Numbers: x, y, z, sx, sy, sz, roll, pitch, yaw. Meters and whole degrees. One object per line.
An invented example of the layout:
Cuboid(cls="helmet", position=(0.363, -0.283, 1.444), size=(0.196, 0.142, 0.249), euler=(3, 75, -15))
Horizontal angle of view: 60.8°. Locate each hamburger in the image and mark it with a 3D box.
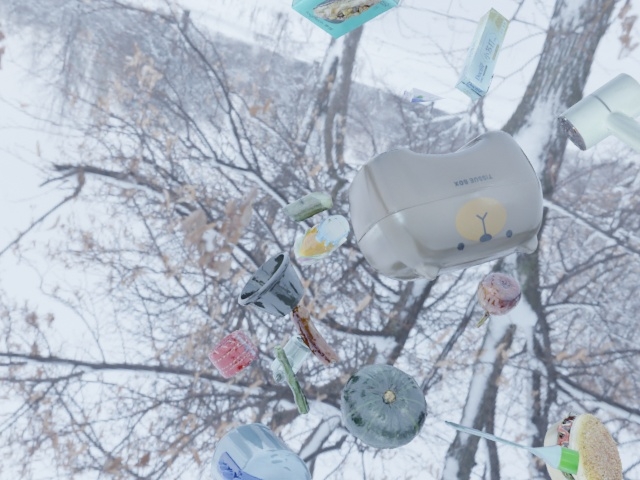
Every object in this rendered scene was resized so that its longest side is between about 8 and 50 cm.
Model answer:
Cuboid(cls="hamburger", position=(0.898, 0.736, 1.839), size=(0.302, 0.301, 0.170), euler=(8, 155, -33))

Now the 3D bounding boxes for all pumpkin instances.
Cuboid(cls="pumpkin", position=(0.218, 0.578, 1.895), size=(0.301, 0.207, 0.300), euler=(7, -134, -7))

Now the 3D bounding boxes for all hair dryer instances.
Cuboid(cls="hair dryer", position=(-0.133, 0.500, 2.163), size=(0.108, 0.173, 0.357), euler=(34, -173, 2))
Cuboid(cls="hair dryer", position=(0.801, -0.289, 1.418), size=(0.128, 0.203, 0.361), euler=(46, -164, -32))

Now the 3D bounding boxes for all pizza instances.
Cuboid(cls="pizza", position=(0.069, -0.634, 1.490), size=(0.195, 0.052, 0.185), euler=(-20, -165, -18))

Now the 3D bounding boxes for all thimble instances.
Cuboid(cls="thimble", position=(-0.333, 0.432, 2.076), size=(0.125, 0.163, 0.190), euler=(53, 155, -4))

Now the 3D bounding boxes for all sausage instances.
Cuboid(cls="sausage", position=(-0.031, 0.385, 2.199), size=(0.076, 0.302, 0.103), euler=(-40, -170, -35))

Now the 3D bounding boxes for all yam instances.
Cuboid(cls="yam", position=(-0.037, -0.103, 1.635), size=(0.147, 0.069, 0.069), euler=(-26, -163, 3))

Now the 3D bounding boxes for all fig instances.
Cuboid(cls="fig", position=(0.683, 0.231, 2.132), size=(0.175, 0.207, 0.175), euler=(4, -137, -3))

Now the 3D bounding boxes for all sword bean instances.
Cuboid(cls="sword bean", position=(-0.093, 0.447, 1.757), size=(0.038, 0.269, 0.043), euler=(-19, -158, 2))

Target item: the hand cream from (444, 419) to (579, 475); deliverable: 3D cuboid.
Cuboid(cls="hand cream", position=(0.406, 0.434, 1.176), size=(0.276, 0.079, 0.050), euler=(12, -135, 19))

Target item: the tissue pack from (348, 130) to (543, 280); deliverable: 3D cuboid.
Cuboid(cls="tissue pack", position=(0.272, -0.058, 1.185), size=(0.388, 0.276, 0.267), euler=(-12, 168, -18))

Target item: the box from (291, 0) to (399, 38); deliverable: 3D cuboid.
Cuboid(cls="box", position=(0.081, -0.765, 1.675), size=(0.205, 0.118, 0.312), euler=(21, 165, -35))

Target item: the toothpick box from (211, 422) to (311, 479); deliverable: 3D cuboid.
Cuboid(cls="toothpick box", position=(-0.177, 0.690, 1.581), size=(0.263, 0.262, 0.355), euler=(11, 173, -24))

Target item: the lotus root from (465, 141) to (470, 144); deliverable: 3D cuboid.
Cuboid(cls="lotus root", position=(0.633, -0.284, 2.163), size=(0.078, 0.166, 0.329), euler=(-13, 165, 14))

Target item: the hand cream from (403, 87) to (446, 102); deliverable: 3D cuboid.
Cuboid(cls="hand cream", position=(0.361, -0.503, 1.915), size=(0.142, 0.053, 0.084), euler=(8, -168, -5))

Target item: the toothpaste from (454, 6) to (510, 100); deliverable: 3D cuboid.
Cuboid(cls="toothpaste", position=(0.497, -0.570, 1.670), size=(0.089, 0.312, 0.071), euler=(31, 155, -16))

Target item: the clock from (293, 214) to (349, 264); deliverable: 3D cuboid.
Cuboid(cls="clock", position=(0.000, 0.000, 1.657), size=(0.103, 0.144, 0.231), euler=(51, -142, 5))

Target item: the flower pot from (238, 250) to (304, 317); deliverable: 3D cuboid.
Cuboid(cls="flower pot", position=(-0.169, 0.188, 2.095), size=(0.166, 0.269, 0.269), euler=(45, -172, -15))
